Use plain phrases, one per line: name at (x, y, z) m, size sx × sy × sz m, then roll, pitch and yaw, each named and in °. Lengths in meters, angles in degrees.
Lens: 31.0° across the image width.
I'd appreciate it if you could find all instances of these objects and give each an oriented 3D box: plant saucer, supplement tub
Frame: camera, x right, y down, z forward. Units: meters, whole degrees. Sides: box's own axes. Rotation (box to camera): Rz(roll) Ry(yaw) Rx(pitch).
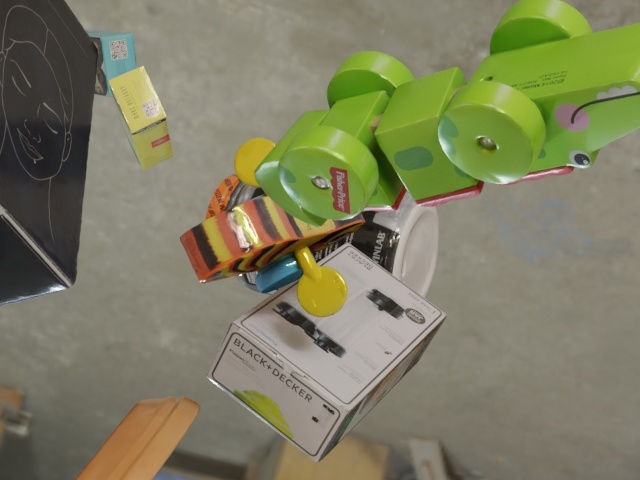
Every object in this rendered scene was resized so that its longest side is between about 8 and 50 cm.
plant saucer at (-0.153, 0.175, 0.741) m, size 0.037 × 0.200 × 0.200 m, roll 40°, pitch 150°, yaw -1°
supplement tub at (0.000, 0.000, 1.697) m, size 0.316 × 0.193 × 0.193 m, roll 13°, pitch 154°, yaw 24°

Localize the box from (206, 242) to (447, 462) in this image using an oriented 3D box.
box at (0.014, 0.123, 1.380) m, size 0.169 × 0.290 × 0.087 m, roll 35°, pitch 121°, yaw 12°

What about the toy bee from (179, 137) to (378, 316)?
toy bee at (-0.021, -0.029, 1.247) m, size 0.162 × 0.298 × 0.195 m, roll -31°, pitch 101°, yaw 21°

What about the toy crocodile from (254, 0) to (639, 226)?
toy crocodile at (0.086, -0.071, 0.766) m, size 0.340 × 0.115 × 0.105 m, roll -11°, pitch 127°, yaw 39°

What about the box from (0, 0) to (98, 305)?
box at (-0.543, -0.219, 1.537) m, size 0.297 × 0.472 × 0.480 m, roll -13°, pitch 141°, yaw 14°

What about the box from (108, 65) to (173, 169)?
box at (-0.261, -0.175, 1.692) m, size 0.058 × 0.087 × 0.232 m, roll -24°, pitch 172°, yaw -9°

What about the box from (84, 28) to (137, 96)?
box at (-0.395, -0.306, 1.968) m, size 0.060 × 0.100 × 0.244 m, roll -16°, pitch -161°, yaw -33°
